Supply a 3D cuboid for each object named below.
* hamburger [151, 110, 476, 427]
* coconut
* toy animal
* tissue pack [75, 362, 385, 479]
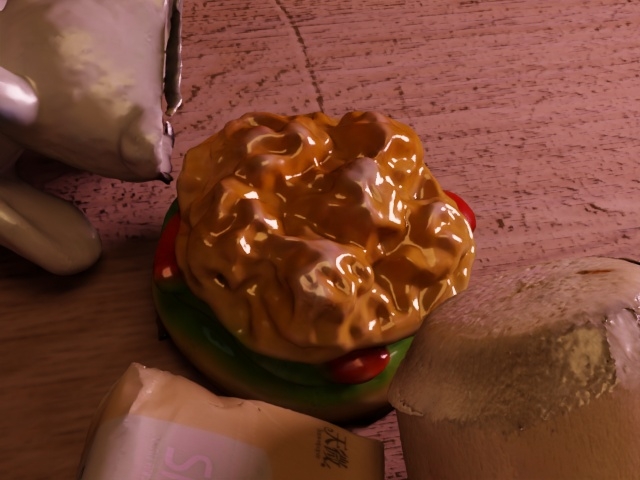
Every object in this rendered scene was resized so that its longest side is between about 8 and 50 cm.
[{"bbox_3d":[0.000,0.000,1.007,0.237,0.149,0.237,5,47,-5],"label":"hamburger"},{"bbox_3d":[0.154,0.133,0.877,0.224,0.234,0.224,-22,15,6],"label":"coconut"},{"bbox_3d":[-0.220,-0.116,1.055,0.289,0.174,0.249,20,60,5],"label":"toy animal"},{"bbox_3d":[-0.058,0.179,0.840,0.186,0.090,0.222,19,32,-6],"label":"tissue pack"}]
